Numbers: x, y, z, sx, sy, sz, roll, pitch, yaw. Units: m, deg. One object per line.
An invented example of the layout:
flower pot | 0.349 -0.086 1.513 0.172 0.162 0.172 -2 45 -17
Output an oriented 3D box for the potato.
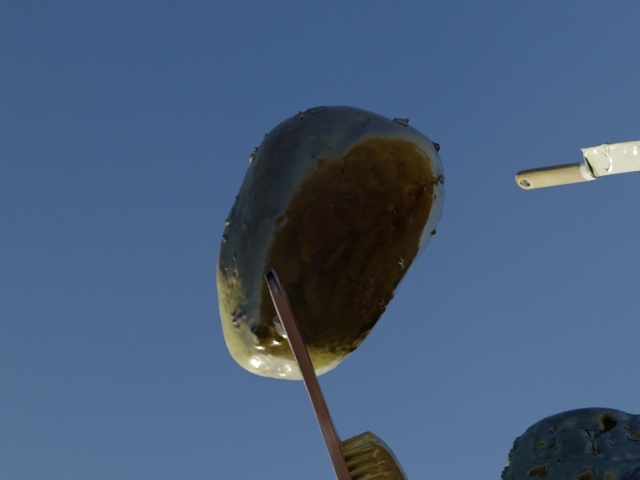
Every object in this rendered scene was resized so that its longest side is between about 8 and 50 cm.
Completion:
potato | 0.000 0.000 1.419 0.210 0.173 0.307 25 -94 1

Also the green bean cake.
green bean cake | 0.395 0.364 1.841 0.335 0.319 0.218 -59 -38 -69

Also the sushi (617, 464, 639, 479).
sushi | 0.224 0.205 0.957 0.056 0.084 0.083 37 -102 -7

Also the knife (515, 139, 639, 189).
knife | 0.313 -0.089 1.551 0.017 0.298 0.047 -41 -74 -25

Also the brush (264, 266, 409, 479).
brush | 0.025 0.165 1.211 0.067 0.072 0.313 -21 -97 -5
